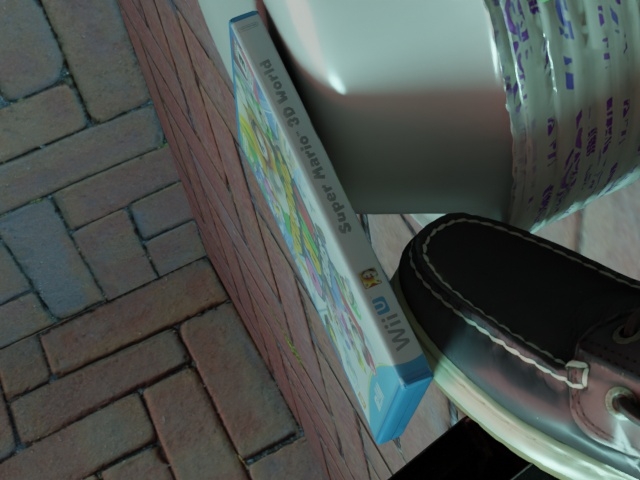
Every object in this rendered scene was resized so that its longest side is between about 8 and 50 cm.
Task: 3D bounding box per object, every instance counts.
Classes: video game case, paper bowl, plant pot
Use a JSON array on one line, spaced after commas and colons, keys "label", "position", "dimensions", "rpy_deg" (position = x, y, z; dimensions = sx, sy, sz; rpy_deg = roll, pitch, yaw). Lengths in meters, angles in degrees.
[{"label": "video game case", "position": [0.000, 0.000, 0.474], "dimensions": [0.119, 0.015, 0.166], "rpy_deg": [96, 150, -69]}, {"label": "paper bowl", "position": [0.028, -0.126, 0.519], "dimensions": [0.284, 0.148, 0.284], "rpy_deg": [61, 168, 22]}, {"label": "plant pot", "position": [0.130, 0.281, 0.929], "dimensions": [0.167, 0.187, 0.188], "rpy_deg": [54, 171, -7]}]

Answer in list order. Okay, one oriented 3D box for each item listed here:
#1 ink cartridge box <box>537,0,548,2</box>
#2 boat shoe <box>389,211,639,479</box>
[{"label": "ink cartridge box", "position": [0.074, -0.189, 0.279], "dimensions": [0.154, 0.093, 0.212], "rpy_deg": [167, 80, -81]}, {"label": "boat shoe", "position": [0.147, 0.053, 0.384], "dimensions": [0.285, 0.102, 0.092], "rpy_deg": [34, 134, 32]}]
